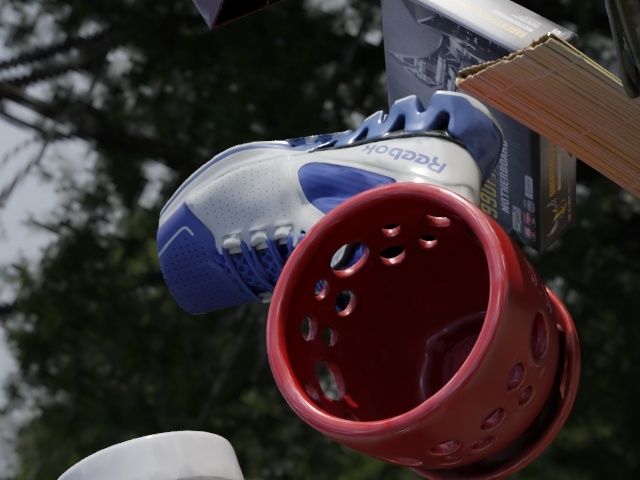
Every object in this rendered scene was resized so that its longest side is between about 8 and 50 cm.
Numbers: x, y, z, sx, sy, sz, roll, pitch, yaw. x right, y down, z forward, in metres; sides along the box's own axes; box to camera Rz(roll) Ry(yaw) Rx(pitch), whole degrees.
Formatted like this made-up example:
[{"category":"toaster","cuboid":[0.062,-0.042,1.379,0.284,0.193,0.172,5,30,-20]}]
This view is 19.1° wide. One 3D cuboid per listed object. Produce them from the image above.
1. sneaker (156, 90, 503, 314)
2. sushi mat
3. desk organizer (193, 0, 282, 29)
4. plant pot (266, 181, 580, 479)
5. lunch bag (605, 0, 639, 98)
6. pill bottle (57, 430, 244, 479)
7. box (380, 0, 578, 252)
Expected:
[{"category":"sneaker","cuboid":[0.001,0.000,1.572,0.127,0.315,0.182,56,-156,-32]},{"category":"sushi mat","cuboid":[0.253,-0.047,1.356,0.019,0.316,0.151,-62,14,-16]},{"category":"desk organizer","cuboid":[-0.027,-0.189,1.243,0.130,0.050,0.047,-25,-15,-25]},{"category":"plant pot","cuboid":[0.085,0.074,1.361,0.174,0.191,0.191,33,-98,-50]},{"category":"lunch bag","cuboid":[0.285,-0.145,1.198,0.169,0.287,0.235,-45,0,25]},{"category":"pill bottle","cuboid":[-0.085,0.282,1.269,0.160,0.283,0.160,-15,-27,-8]},{"category":"box","cuboid":[0.143,-0.120,1.701,0.056,0.183,0.231,-40,-35,-28]}]
